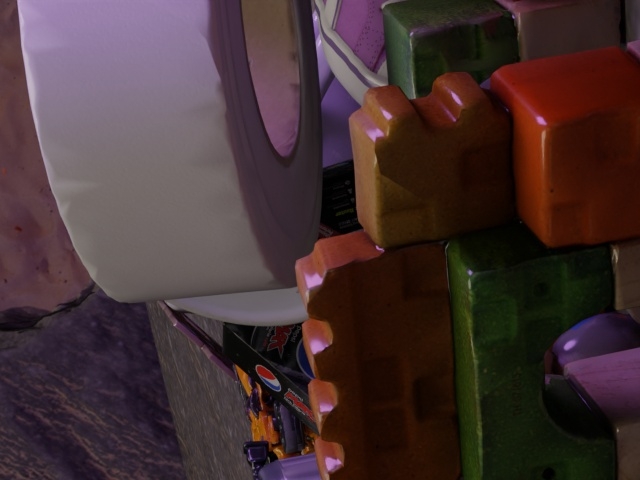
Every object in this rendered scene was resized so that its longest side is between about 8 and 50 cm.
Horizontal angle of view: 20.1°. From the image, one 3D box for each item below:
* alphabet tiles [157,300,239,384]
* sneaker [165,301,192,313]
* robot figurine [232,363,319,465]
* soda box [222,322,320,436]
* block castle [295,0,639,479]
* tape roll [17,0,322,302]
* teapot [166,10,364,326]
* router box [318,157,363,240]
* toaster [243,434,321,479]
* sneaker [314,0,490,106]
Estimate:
[{"bbox_3d":[-0.100,0.137,1.988,0.198,0.009,0.237,43,178,-17],"label":"alphabet tiles"},{"bbox_3d":[-0.128,-0.056,1.920,0.111,0.129,0.297,-149,50,-80],"label":"sneaker"},{"bbox_3d":[-0.047,0.090,1.781,0.211,0.085,0.291,118,140,-73],"label":"robot figurine"},{"bbox_3d":[-0.003,0.114,1.468,0.169,0.053,0.060,39,155,17],"label":"soda box"},{"bbox_3d":[0.069,-0.012,0.781,0.303,0.213,0.453,-123,24,-61],"label":"block castle"},{"bbox_3d":[-0.072,-0.110,0.990,0.286,0.100,0.286,-6,-90,-79],"label":"tape roll"},{"bbox_3d":[-0.049,-0.072,1.365,0.252,0.256,0.187,62,-145,-43],"label":"teapot"},{"bbox_3d":[0.035,-0.034,1.154,0.092,0.122,0.038,-160,54,-77],"label":"router box"},{"bbox_3d":[0.039,0.240,1.352,0.129,0.147,0.227,99,156,-59],"label":"toaster"},{"bbox_3d":[0.043,-0.192,1.020,0.161,0.102,0.282,95,160,-46],"label":"sneaker"}]
